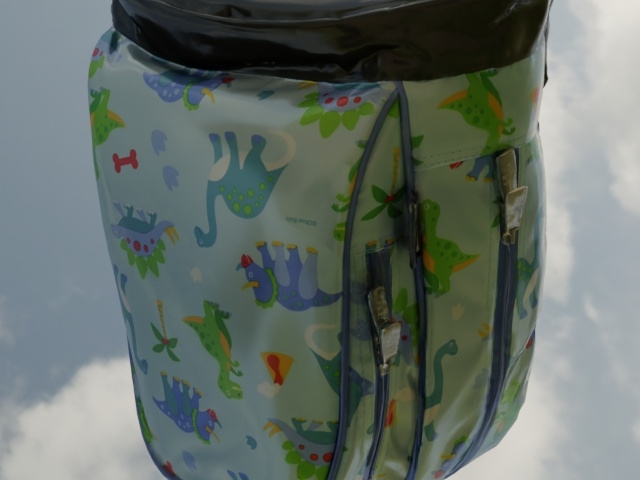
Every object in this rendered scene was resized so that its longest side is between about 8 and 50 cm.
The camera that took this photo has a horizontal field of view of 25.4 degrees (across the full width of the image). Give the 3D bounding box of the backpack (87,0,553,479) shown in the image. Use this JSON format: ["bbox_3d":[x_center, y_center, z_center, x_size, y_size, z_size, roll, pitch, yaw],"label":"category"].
[{"bbox_3d":[0.000,0.000,0.852,0.273,0.290,0.355,-43,-45,-35],"label":"backpack"}]
